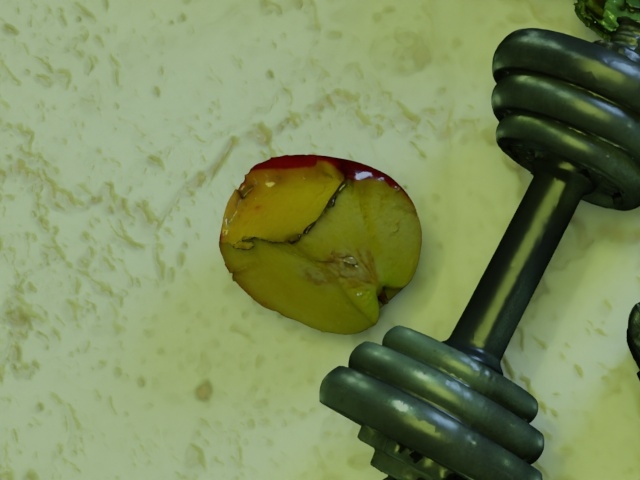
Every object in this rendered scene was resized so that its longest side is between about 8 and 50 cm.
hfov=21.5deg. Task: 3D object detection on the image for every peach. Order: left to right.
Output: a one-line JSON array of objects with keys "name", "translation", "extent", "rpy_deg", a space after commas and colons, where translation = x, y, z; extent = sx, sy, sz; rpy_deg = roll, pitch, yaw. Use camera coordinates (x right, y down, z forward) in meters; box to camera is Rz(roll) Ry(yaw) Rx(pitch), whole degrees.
[{"name": "peach", "translation": [0.000, 0.001, 1.307], "extent": [0.151, 0.151, 0.118], "rpy_deg": [-40, 28, 2]}]

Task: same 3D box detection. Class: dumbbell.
[{"name": "dumbbell", "translation": [0.143, 0.020, 1.233], "extent": [0.179, 0.179, 0.406], "rpy_deg": [26, 84, 17]}]

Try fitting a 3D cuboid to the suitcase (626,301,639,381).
[{"name": "suitcase", "translation": [0.358, 0.143, 1.183], "extent": [0.202, 0.128, 0.312], "rpy_deg": [-28, 73, 6]}]

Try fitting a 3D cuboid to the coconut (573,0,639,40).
[{"name": "coconut", "translation": [0.259, -0.199, 1.318], "extent": [0.133, 0.055, 0.158], "rpy_deg": [-43, 62, -6]}]
